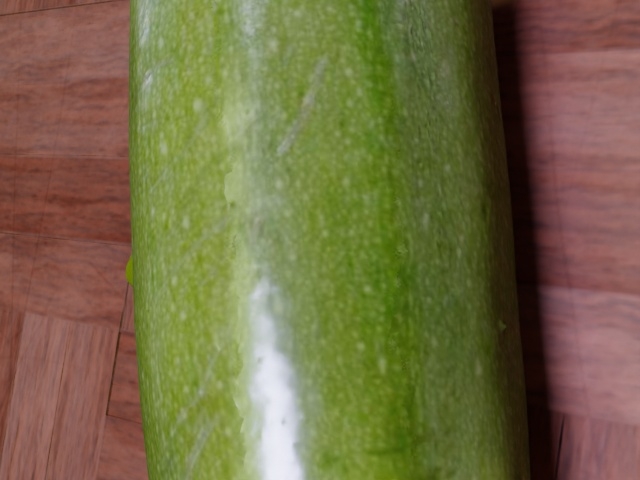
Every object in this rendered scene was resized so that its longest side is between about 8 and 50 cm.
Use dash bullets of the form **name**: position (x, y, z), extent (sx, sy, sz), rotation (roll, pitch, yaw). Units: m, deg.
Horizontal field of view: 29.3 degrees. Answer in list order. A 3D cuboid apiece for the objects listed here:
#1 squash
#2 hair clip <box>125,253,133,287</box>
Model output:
- **squash**: position (0.000, 0.000, 0.830), extent (0.263, 0.263, 0.384), rotation (-17, 71, 41)
- **hair clip**: position (-0.122, 0.043, 1.092), extent (0.188, 0.033, 0.060), rotation (21, 95, 44)
